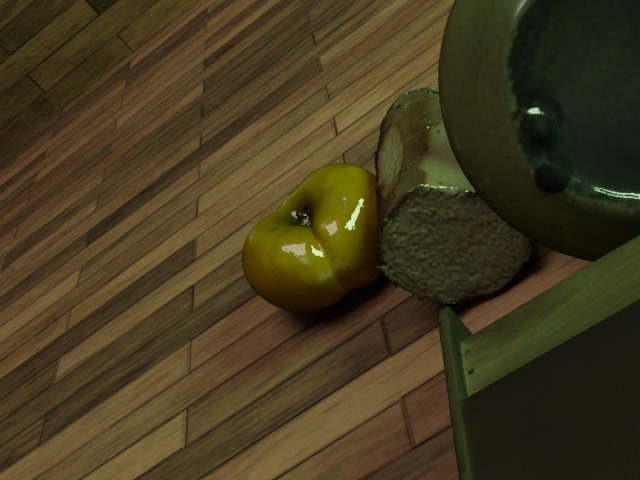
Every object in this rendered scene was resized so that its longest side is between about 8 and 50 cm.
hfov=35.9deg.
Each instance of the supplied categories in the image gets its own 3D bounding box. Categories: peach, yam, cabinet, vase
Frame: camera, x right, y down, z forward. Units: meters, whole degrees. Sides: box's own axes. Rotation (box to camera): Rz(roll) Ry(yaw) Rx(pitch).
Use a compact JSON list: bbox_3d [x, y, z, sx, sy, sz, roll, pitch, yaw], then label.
[{"bbox_3d":[0.000,0.000,1.033,0.179,0.103,0.179,-30,31,21],"label":"peach"},{"bbox_3d":[0.118,-0.054,0.935,0.128,0.129,0.238,-49,18,28],"label":"yam"},{"bbox_3d":[0.174,0.099,0.464,0.174,0.148,0.215,-34,25,19],"label":"cabinet"},{"bbox_3d":[0.246,-0.104,0.688,0.302,0.329,0.241,-48,-29,-78],"label":"vase"}]
